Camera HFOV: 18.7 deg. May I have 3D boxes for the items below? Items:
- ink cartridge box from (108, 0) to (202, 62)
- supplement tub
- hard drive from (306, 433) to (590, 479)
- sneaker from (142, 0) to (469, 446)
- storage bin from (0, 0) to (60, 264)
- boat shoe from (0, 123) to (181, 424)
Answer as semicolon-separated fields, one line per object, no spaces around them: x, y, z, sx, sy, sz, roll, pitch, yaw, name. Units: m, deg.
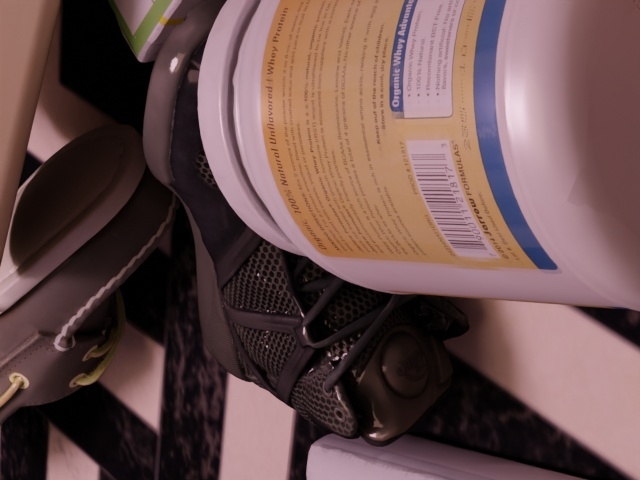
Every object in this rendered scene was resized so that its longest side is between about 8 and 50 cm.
-0.003;-0.158;0.757;0.062;0.109;0.209;61;142;16;ink cartridge box
0.062;-0.051;0.684;0.200;0.144;0.144;3;106;52;supplement tub
0.131;0.215;0.783;0.353;0.047;0.233;8;110;52;hard drive
0.000;0.000;0.811;0.130;0.087;0.227;32;148;33;sneaker
-0.183;-0.105;0.892;0.260;0.123;0.262;-97;21;-60;storage bin
-0.160;0.041;1.062;0.091;0.109;0.305;37;133;-18;boat shoe
